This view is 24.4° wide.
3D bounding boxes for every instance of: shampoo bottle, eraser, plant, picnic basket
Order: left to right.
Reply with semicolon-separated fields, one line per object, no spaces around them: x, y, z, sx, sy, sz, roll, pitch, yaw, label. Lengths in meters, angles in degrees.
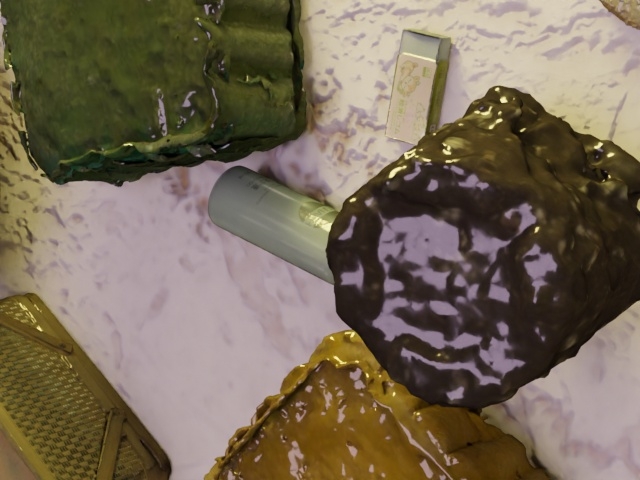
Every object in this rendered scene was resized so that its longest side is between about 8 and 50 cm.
-0.282;0.184;1.340;0.267;0.139;0.165;47;121;22;picnic basket
0.000;0.000;1.155;0.195;0.056;0.056;26;111;30;shampoo bottle
0.073;-0.114;1.106;0.038;0.019;0.083;20;108;35;eraser
0.118;0.004;0.975;0.178;0.234;0.204;49;117;11;plant

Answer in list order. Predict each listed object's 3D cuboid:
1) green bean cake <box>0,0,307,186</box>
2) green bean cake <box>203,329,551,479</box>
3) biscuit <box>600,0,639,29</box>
-0.143;-0.172;1.191;0.255;0.132;0.241;-11;90;39;green bean cake
0.045;0.200;1.104;0.224;0.131;0.230;51;119;17;green bean cake
0.235;-0.205;0.970;0.152;0.020;0.152;5;99;38;biscuit
